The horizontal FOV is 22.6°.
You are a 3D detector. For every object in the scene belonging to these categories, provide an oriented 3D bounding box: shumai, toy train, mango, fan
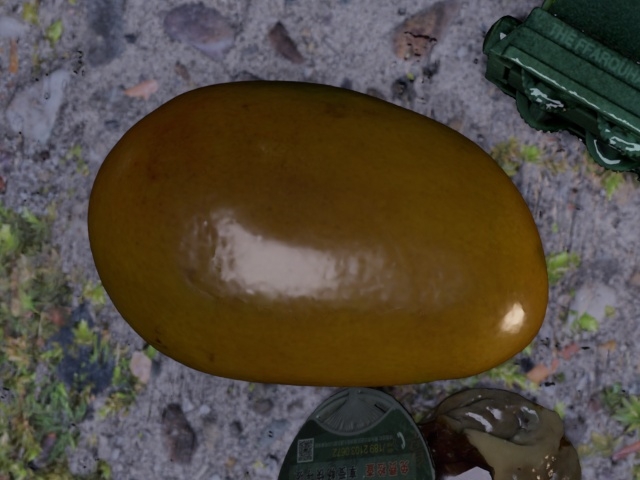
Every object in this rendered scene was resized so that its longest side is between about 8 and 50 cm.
[{"bbox_3d":[0.159,0.239,1.581,0.201,0.120,0.201,0,89,8],"label":"shumai"},{"bbox_3d":[0.324,-0.150,1.550,0.330,0.138,0.178,32,86,7],"label":"toy train"},{"bbox_3d":[0.000,0.000,1.528,0.446,0.232,0.300,12,69,7],"label":"mango"},{"bbox_3d":[0.017,0.218,1.606,0.223,0.012,0.294,-45,48,30],"label":"fan"}]
